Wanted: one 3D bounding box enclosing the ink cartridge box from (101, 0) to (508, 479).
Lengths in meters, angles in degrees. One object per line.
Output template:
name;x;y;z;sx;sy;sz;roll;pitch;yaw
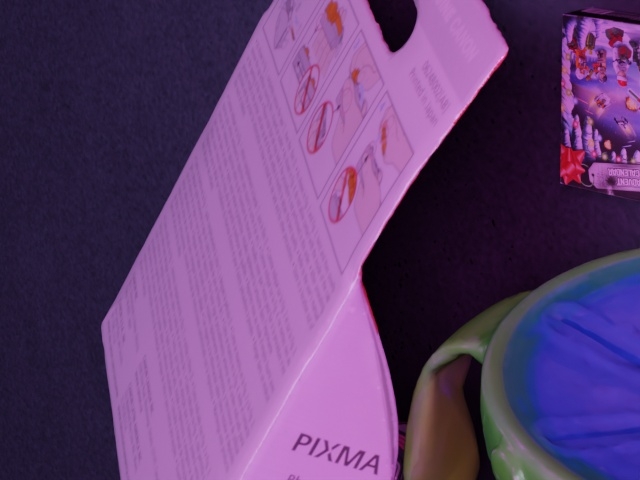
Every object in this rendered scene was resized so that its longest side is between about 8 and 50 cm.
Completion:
ink cartridge box;0.000;0.000;0.992;0.385;0.091;0.308;-59;24;24

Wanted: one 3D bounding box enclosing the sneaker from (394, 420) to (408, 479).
sneaker;0.060;0.256;1.083;0.112;0.121;0.299;-9;106;18

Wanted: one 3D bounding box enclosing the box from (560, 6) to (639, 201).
box;0.182;-0.063;0.898;0.137;0.027;0.094;15;115;44

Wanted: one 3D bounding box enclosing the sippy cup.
sippy cup;0.192;0.152;0.829;0.305;0.240;0.224;-122;24;-57
